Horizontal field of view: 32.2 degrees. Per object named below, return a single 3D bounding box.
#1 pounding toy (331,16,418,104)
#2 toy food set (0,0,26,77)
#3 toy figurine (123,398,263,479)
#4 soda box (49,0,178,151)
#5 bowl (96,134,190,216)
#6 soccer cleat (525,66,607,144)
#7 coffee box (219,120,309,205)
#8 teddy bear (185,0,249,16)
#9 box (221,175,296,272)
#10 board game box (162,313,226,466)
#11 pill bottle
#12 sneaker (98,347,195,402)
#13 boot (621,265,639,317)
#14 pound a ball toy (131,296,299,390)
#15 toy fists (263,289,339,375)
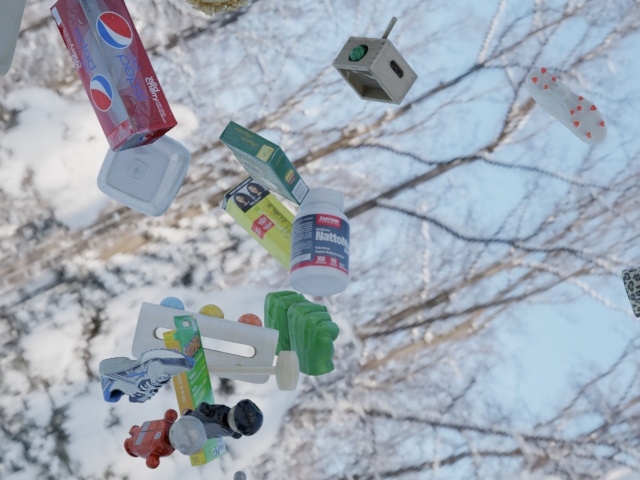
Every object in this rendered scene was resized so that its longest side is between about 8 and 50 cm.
[{"bbox_3d":[0.109,-0.342,2.092,0.130,0.100,0.141,16,-22,48],"label":"pounding toy"},{"bbox_3d":[-0.647,-0.437,1.999,0.092,0.219,0.306,26,-72,27],"label":"toy food set"},{"bbox_3d":[-0.181,0.358,1.726,0.148,0.213,0.210,-13,-96,35],"label":"toy figurine"},{"bbox_3d":[-0.334,-0.281,1.790,0.083,0.092,0.263,-26,-94,45],"label":"soda box"},{"bbox_3d":[-0.306,-0.121,1.888,0.142,0.142,0.053,26,6,2],"label":"bowl"},{"bbox_3d":[0.471,-0.253,2.118,0.196,0.068,0.076,47,-8,16],"label":"soccer cleat"},{"bbox_3d":[-0.094,-0.132,1.913,0.113,0.040,0.184,29,-10,26],"label":"coffee box"},{"bbox_3d":[-0.191,-0.389,1.305,0.338,0.245,0.113,21,-18,6],"label":"teddy bear"},{"bbox_3d":[-0.101,-0.030,2.366,0.232,0.087,0.058,44,-29,13],"label":"box"},{"bbox_3d":[-0.224,0.260,1.956,0.124,0.039,0.259,12,67,-78],"label":"board game box"},{"bbox_3d":[0.000,0.000,2.006,0.108,0.108,0.180,97,-5,-63],"label":"pill bottle"},{"bbox_3d":[-0.206,0.167,1.327,0.052,0.135,0.058,33,49,-52],"label":"sneaker"},{"bbox_3d":[0.637,0.103,1.918,0.236,0.178,0.085,55,28,-36],"label":"boot"},{"bbox_3d":[-0.197,0.193,2.139,0.208,0.319,0.136,142,-40,-82],"label":"pound a ball toy"},{"bbox_3d":[-0.045,0.189,2.409,0.279,0.096,0.142,-156,-124,-63],"label":"toy fists"}]
